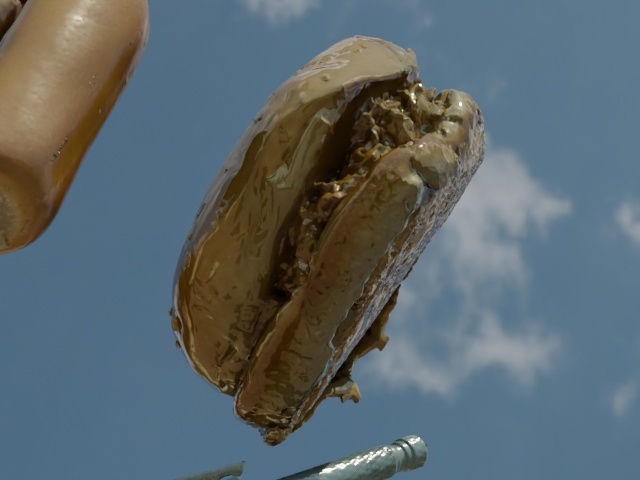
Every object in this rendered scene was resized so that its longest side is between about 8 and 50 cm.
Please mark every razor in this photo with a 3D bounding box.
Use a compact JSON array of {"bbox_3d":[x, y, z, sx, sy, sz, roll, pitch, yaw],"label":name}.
[{"bbox_3d":[-0.006,0.171,1.332,0.106,0.232,0.068,-19,-96,44],"label":"razor"}]

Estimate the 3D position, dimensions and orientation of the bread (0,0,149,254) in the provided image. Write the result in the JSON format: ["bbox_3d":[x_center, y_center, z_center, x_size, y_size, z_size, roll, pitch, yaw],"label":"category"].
[{"bbox_3d":[-0.166,-0.086,1.187,0.074,0.239,0.093,12,-46,7],"label":"bread"}]

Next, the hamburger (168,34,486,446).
[{"bbox_3d":[0.000,0.000,1.423,0.158,0.318,0.319,28,-49,10],"label":"hamburger"}]

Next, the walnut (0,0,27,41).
[{"bbox_3d":[-0.205,-0.142,1.358,0.143,0.170,0.069,42,-52,3],"label":"walnut"}]
